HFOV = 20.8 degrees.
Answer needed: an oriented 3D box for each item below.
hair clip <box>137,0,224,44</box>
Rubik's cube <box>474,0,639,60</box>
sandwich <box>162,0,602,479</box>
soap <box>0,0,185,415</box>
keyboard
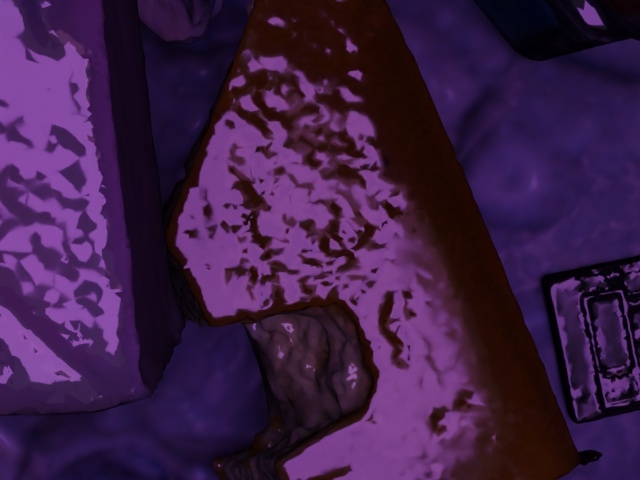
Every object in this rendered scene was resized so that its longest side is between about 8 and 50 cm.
[{"bbox_3d":[-0.105,-0.184,0.593,0.075,0.146,0.257,-19,90,-25],"label":"hair clip"},{"bbox_3d":[0.116,-0.295,0.508,0.363,0.359,0.362,-42,98,-5],"label":"Rubik's cube"},{"bbox_3d":[0.000,0.000,0.622,0.128,0.122,0.235,-23,91,-9],"label":"sandwich"},{"bbox_3d":[-0.195,-0.087,0.501,0.285,0.107,0.296,-8,99,1],"label":"soap"},{"bbox_3d":[0.192,0.023,0.696,0.204,0.013,0.061,-12,93,-7],"label":"keyboard"}]
